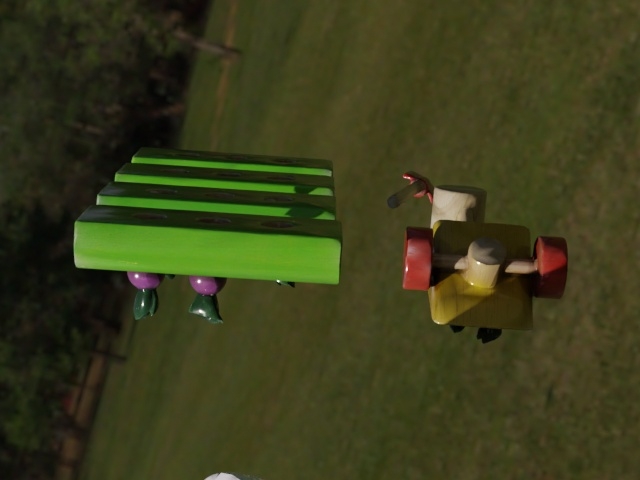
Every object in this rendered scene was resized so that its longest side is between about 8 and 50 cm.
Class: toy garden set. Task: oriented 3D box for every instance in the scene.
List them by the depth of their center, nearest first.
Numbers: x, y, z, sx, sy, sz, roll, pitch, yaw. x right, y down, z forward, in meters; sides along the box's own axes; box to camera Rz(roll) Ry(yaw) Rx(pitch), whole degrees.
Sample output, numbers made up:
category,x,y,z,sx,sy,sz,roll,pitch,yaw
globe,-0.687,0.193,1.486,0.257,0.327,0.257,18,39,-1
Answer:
category,x,y,z,sx,sy,sz,roll,pitch,yaw
toy garden set,0.000,0.000,0.714,0.244,0.203,0.049,-91,5,-80

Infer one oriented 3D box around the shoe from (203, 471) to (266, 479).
category,x,y,z,sx,sy,sz,roll,pitch,yaw
shoe,0.022,0.129,0.527,0.178,0.081,0.063,19,102,58
